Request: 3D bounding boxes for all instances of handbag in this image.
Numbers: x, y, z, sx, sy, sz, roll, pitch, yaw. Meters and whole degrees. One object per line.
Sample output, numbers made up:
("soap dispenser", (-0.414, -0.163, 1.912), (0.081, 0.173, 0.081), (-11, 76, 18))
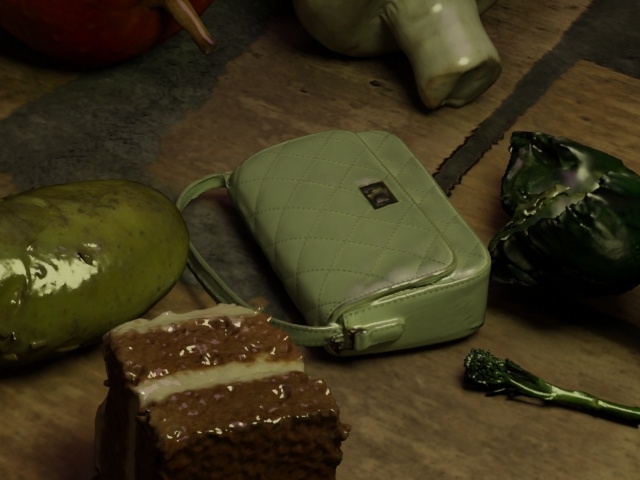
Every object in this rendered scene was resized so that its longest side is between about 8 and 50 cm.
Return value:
("handbag", (0.000, 0.000, 1.276), (0.219, 0.079, 0.256), (-10, 37, -20))

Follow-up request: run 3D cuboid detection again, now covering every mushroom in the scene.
("mushroom", (0.101, -0.244, 1.547), (0.243, 0.243, 0.243), (6, 34, -4))

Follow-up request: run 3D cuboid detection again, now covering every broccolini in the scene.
("broccolini", (0.175, 0.109, 1.189), (0.140, 0.035, 0.030), (15, 38, 7))

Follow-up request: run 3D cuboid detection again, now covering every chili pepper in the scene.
("chili pepper", (0.215, -0.010, 1.286), (0.148, 0.116, 0.264), (18, 10, -1))

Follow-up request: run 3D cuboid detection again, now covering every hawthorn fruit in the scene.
("hawthorn fruit", (-0.198, -0.289, 1.510), (0.287, 0.287, 0.330), (-21, 59, -37))

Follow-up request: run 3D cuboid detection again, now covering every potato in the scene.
("potato", (-0.199, 0.023, 1.169), (0.149, 0.113, 0.251), (25, 28, 35))

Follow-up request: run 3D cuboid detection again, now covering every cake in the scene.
("cake", (-0.069, 0.128, 1.025), (0.134, 0.135, 0.147), (-6, 32, -19))
